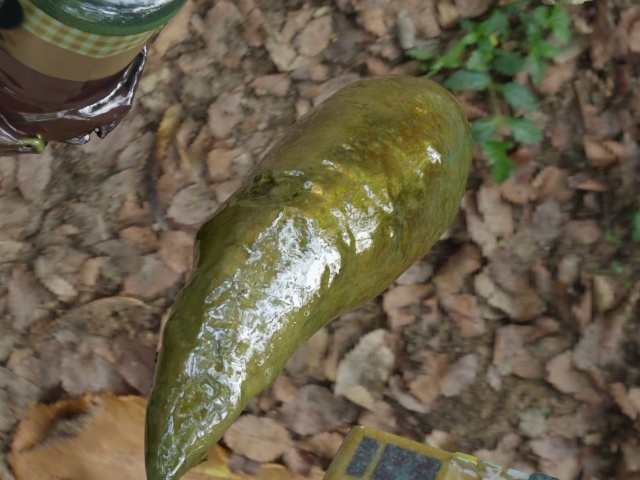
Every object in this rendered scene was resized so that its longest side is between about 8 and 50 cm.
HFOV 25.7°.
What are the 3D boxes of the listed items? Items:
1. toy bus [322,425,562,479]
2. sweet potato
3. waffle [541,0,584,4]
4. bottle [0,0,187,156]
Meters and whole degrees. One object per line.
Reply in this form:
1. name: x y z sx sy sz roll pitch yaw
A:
1. toy bus: 0.014 0.161 0.462 0.103 0.091 0.182 15 57 25
2. sweet potato: -0.001 -0.003 0.895 0.130 0.130 0.422 52 38 -10
3. waffle: 0.161 -0.159 0.621 0.153 0.023 0.097 -13 115 -26
4. bottle: -0.182 -0.134 0.936 0.143 0.271 0.156 44 56 -5
